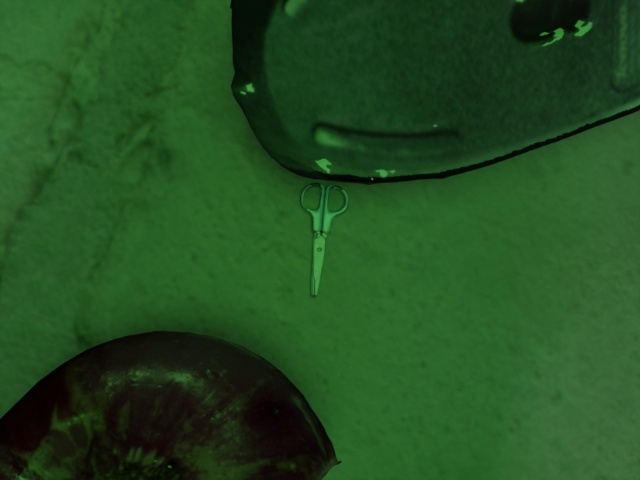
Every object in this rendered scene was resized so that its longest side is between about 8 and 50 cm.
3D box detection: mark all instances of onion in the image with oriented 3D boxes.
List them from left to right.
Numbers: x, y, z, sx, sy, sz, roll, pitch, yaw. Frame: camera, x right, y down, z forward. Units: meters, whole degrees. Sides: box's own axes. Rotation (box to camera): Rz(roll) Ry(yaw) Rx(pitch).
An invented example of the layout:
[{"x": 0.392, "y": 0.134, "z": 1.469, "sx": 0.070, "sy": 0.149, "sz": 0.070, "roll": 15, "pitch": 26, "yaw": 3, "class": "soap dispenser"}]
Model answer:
[{"x": -0.106, "y": 0.148, "z": 0.361, "sx": 0.200, "sy": 0.200, "sz": 0.207, "roll": 35, "pitch": 98, "yaw": -6, "class": "onion"}]

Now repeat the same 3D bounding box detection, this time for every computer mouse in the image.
[{"x": 0.123, "y": -0.151, "z": 0.409, "sx": 0.374, "sy": 0.114, "sz": 0.203, "roll": -14, "pitch": 120, "yaw": -4, "class": "computer mouse"}]

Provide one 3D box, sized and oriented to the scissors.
[{"x": 0.000, "y": 0.000, "z": 0.457, "sx": 0.036, "sy": 0.006, "sz": 0.083, "roll": 6, "pitch": 88, "yaw": -9, "class": "scissors"}]
